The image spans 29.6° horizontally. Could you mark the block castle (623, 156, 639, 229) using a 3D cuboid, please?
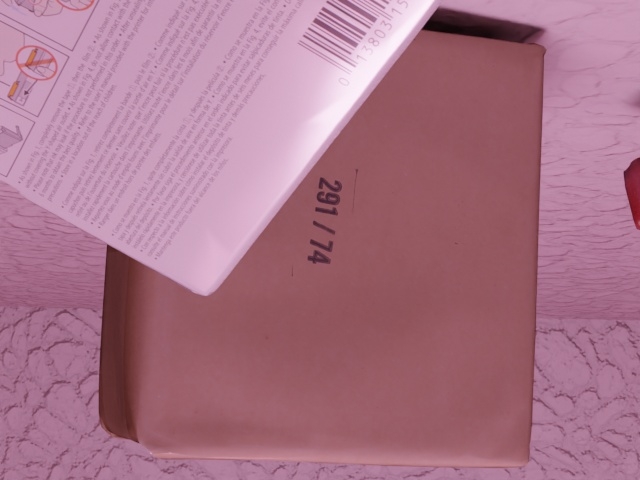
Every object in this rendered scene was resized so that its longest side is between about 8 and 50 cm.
[{"bbox_3d":[0.492,-0.040,0.934,0.453,0.212,0.303,1,165,-4],"label":"block castle"}]

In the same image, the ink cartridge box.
[{"bbox_3d":[-0.103,-0.127,0.656,0.261,0.066,0.296,29,131,-13],"label":"ink cartridge box"}]

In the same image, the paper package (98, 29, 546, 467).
[{"bbox_3d":[0.000,0.000,0.911,0.310,0.324,0.168,6,173,-19],"label":"paper package"}]
